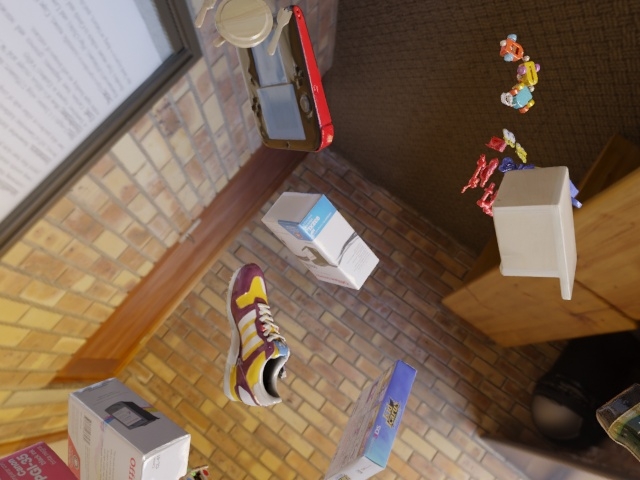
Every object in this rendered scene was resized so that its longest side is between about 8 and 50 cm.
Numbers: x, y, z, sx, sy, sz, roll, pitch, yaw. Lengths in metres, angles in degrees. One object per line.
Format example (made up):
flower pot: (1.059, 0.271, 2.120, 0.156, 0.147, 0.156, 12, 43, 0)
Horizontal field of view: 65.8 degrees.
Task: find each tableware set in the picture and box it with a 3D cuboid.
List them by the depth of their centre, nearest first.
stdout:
tableware set: (-0.101, -0.384, 0.777, 0.128, 0.194, 0.039, 20, 170, -4)

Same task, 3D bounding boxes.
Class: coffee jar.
coffee jar: (0.518, 0.311, 0.746, 0.079, 0.096, 0.184, 55, 179, -42)

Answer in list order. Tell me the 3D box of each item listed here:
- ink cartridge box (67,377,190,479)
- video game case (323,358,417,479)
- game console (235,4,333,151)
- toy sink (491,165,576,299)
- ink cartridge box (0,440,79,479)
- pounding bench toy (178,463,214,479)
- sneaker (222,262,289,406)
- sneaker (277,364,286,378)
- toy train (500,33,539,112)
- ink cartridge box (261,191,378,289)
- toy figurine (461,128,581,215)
ink cartridge box: (-0.458, 0.496, 1.159, 0.306, 0.226, 0.131, 19, -163, 32)
video game case: (0.123, 0.459, 1.222, 0.061, 0.269, 0.244, 31, 137, 2)
game console: (-0.112, -0.410, 1.319, 0.387, 0.060, 0.341, 21, 134, 57)
toy sink: (0.444, -0.012, 1.026, 0.131, 0.152, 0.234, -1, 125, 34)
ink cartridge box: (-0.402, 0.365, 0.491, 0.117, 0.207, 0.283, 28, -160, 29)
pounding bench toy: (-0.231, 0.446, 0.889, 0.065, 0.052, 0.083, 47, -174, 25)
sneaker: (-0.076, 0.121, 0.652, 0.084, 0.185, 0.070, -2, 174, 31)
sneaker: (-0.180, 0.377, 1.518, 0.178, 0.077, 0.071, 25, 134, 38)
toy train: (0.436, -0.371, 1.125, 0.125, 0.166, 0.046, 13, 172, -27)
ink cartridge box: (0.000, 0.000, 1.534, 0.307, 0.129, 0.223, 48, 158, -30)
toy figurine: (0.548, -0.110, 1.246, 0.217, 0.191, 0.363, 37, -171, 40)
